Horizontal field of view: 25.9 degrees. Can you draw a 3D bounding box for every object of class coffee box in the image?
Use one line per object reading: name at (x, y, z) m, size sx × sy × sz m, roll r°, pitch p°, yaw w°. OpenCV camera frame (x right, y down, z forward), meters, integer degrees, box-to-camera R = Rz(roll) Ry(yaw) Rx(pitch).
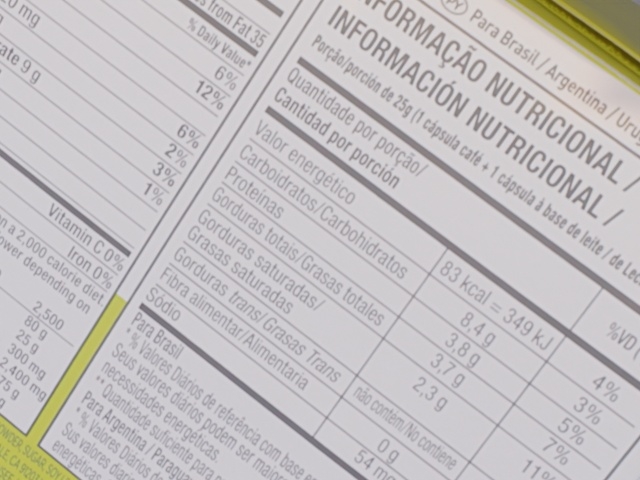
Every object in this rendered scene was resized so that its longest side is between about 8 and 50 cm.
coffee box at (0.000, 0.000, 0.651) m, size 0.338 × 0.334 × 0.337 m, roll 37°, pitch -162°, yaw 10°
